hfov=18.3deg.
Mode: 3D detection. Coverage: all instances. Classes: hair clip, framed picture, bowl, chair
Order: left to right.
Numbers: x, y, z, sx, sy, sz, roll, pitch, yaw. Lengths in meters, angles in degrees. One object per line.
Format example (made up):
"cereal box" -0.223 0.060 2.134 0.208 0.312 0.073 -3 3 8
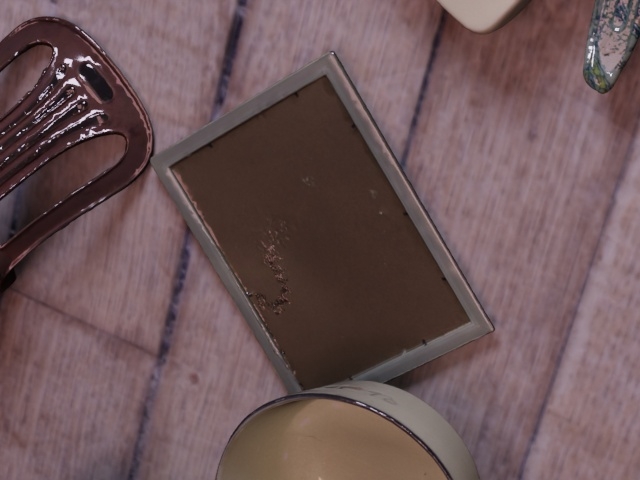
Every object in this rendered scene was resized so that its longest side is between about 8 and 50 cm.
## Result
"chair" -0.317 -0.040 1.793 0.326 0.183 0.175 -37 88 -13
"framed picture" 0.000 0.000 1.705 0.216 0.016 0.273 -27 95 31
"bowl" 0.040 0.219 1.700 0.238 0.126 0.237 9 112 24
"hair clip" 0.236 -0.223 1.494 0.066 0.036 0.229 17 109 18

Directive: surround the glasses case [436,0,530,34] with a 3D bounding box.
"glasses case" 0.064 -0.309 1.525 0.313 0.070 0.131 46 122 6
